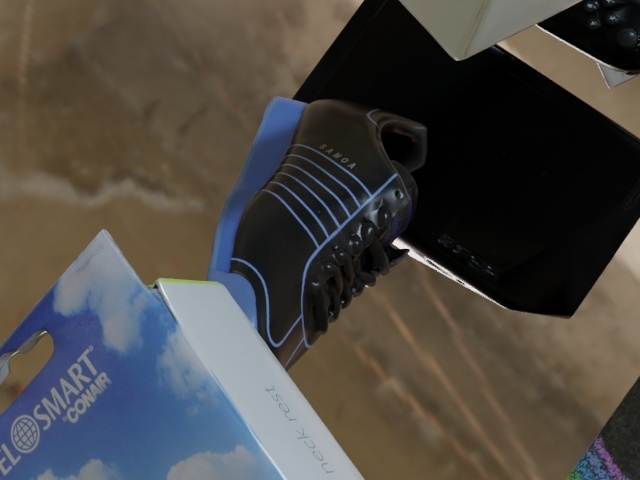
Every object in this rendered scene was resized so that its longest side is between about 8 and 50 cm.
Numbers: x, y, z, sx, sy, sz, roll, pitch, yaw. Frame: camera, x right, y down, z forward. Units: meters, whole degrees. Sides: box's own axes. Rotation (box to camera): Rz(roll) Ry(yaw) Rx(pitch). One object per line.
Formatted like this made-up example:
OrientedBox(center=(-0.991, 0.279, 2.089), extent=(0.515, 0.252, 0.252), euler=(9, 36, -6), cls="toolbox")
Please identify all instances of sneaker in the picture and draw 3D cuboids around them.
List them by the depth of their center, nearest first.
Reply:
OrientedBox(center=(0.000, 0.000, 0.921), extent=(0.090, 0.232, 0.081), euler=(5, -49, 9), cls="sneaker")

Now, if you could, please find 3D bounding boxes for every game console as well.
OrientedBox(center=(0.151, -0.141, 1.076), extent=(0.213, 0.361, 0.044), euler=(34, -9, 7), cls="game console")

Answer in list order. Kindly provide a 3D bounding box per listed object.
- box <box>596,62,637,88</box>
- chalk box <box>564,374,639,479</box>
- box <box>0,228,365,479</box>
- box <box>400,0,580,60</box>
OrientedBox(center=(0.238, -0.206, 1.302), extent=(0.137, 0.126, 0.072), euler=(59, 12, -27), cls="box")
OrientedBox(center=(0.185, 0.230, 0.884), extent=(0.180, 0.289, 0.179), euler=(39, 6, 39), cls="chalk box")
OrientedBox(center=(-0.035, 0.097, 0.499), extent=(0.109, 0.042, 0.178), euler=(-46, -114, 22), cls="box")
OrientedBox(center=(0.159, -0.259, 0.753), extent=(0.168, 0.345, 0.215), euler=(49, -31, 21), cls="box")
